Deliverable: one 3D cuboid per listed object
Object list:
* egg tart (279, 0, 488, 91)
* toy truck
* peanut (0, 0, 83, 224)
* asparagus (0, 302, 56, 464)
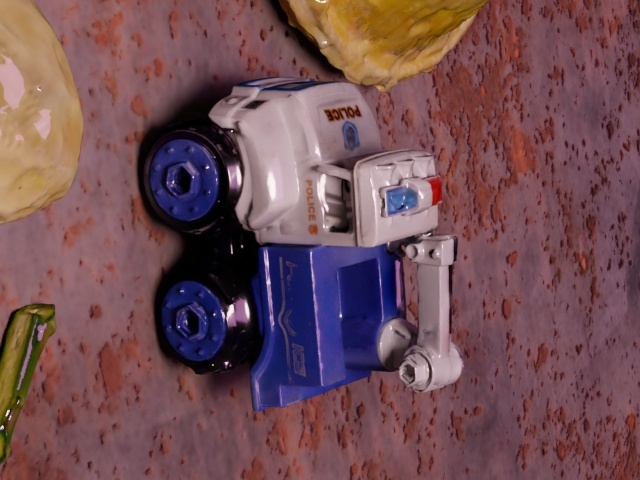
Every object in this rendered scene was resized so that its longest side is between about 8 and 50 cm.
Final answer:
[{"bbox_3d":[0.074,-0.258,1.375,0.319,0.128,0.319,-8,100,-53],"label":"egg tart"},{"bbox_3d":[0.000,0.000,1.246,0.161,0.177,0.213,-16,104,-50],"label":"toy truck"},{"bbox_3d":[-0.229,-0.118,0.962,0.313,0.152,0.152,55,50,-41],"label":"peanut"},{"bbox_3d":[-0.181,0.085,1.135,0.021,0.025,0.108,43,58,-56],"label":"asparagus"}]
